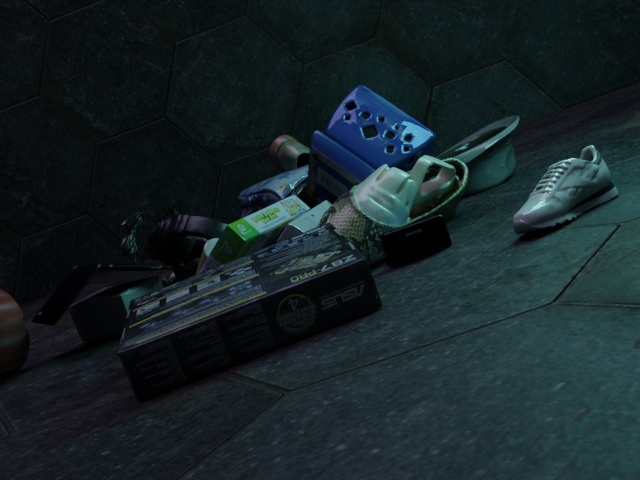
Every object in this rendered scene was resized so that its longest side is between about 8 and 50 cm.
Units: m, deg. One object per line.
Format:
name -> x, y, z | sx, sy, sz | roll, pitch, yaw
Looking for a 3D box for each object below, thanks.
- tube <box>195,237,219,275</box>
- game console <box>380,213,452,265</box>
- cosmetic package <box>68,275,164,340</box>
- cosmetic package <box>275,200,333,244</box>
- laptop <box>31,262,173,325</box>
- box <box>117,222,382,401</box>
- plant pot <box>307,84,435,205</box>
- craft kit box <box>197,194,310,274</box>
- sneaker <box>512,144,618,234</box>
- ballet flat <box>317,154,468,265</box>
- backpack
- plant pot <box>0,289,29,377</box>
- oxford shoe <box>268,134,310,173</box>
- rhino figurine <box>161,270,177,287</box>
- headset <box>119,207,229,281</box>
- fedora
tube -> -0.254, 0.080, 1.955 | 0.070, 0.062, 0.240 | 14, -34, -8
game console -> 0.175, -0.004, 1.603 | 0.122, 0.107, 0.071 | -20, 35, 4
cosmetic package -> -0.472, 0.161, 2.024 | 0.237, 0.107, 0.127 | -10, 15, 41
cosmetic package -> 0.000, 0.000, 1.783 | 0.086, 0.117, 0.231 | -56, -6, 24
laptop -> -0.498, 0.122, 1.963 | 0.264, 0.137, 0.234 | 2, -3, -30
box -> -0.123, 0.101, 1.415 | 0.394, 0.097, 0.318 | -21, 11, -6
plant pot -> 0.100, -0.173, 1.987 | 0.212, 0.236, 0.236 | -41, -23, -28
craft kit box -> -0.157, 0.038, 1.775 | 0.250, 0.061, 0.246 | -55, -12, 32
sneaker -> 0.400, -0.082, 1.453 | 0.235, 0.095, 0.090 | -26, 11, -33
ballet flat -> 0.164, -0.090, 1.755 | 0.482, 0.164, 0.182 | -24, -29, -52
backpack -> -0.062, -0.075, 2.240 | 0.290, 0.273, 0.355 | -30, -7, -31
plant pot -> -0.817, 0.232, 1.915 | 0.272, 0.273, 0.265 | -15, 1, 37
oxford shoe -> -0.002, -0.164, 2.438 | 0.123, 0.348, 0.130 | -56, 42, 1
rhino figurine -> -0.366, 0.108, 2.259 | 0.243, 0.073, 0.106 | -18, 11, 31
headset -> -0.321, 0.003, 2.077 | 0.393, 0.243, 0.185 | -2, 58, 28
fedora -> 0.408, -0.198, 2.193 | 0.275, 0.124, 0.243 | -34, 10, -28
